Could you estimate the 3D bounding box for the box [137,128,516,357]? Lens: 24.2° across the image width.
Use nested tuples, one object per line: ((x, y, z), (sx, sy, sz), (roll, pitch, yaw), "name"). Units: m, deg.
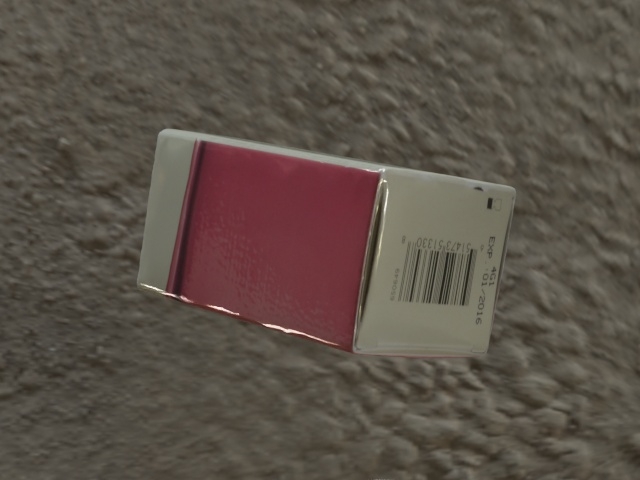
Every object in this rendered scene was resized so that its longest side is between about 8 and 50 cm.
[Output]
((0.000, 0.000, 1.079), (0.232, 0.149, 0.126), (13, 95, 45), "box")
